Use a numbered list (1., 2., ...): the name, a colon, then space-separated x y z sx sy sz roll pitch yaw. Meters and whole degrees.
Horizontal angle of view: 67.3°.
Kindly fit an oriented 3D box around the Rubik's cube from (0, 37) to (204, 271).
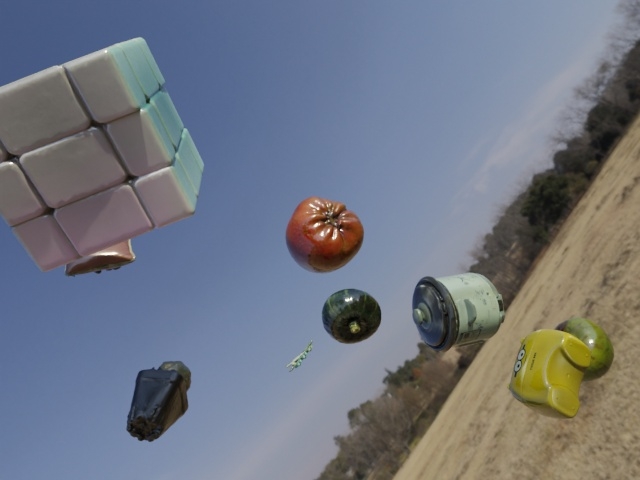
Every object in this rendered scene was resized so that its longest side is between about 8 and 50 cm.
1. Rubik's cube: -0.443 -0.183 0.946 0.319 0.322 0.316 -21 -62 1

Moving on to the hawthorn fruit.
1. hawthorn fruit: 0.000 0.000 1.718 0.277 0.277 0.298 -38 -19 -40

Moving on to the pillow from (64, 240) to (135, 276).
1. pillow: -0.587 0.023 1.285 0.171 0.179 0.075 -10 -48 -19

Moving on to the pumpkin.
1. pumpkin: 0.083 0.210 1.329 0.167 0.167 0.125 103 180 -47

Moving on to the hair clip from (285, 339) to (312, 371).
1. hair clip: -0.086 0.526 2.179 0.173 0.049 0.049 -46 -21 -15

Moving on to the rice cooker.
1. rice cooker: 0.461 0.246 1.681 0.316 0.316 0.264 -4 -93 -66

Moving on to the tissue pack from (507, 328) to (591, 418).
1. tissue pack: 0.494 0.288 1.050 0.178 0.123 0.127 -64 18 -18

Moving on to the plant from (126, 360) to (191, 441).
1. plant: -0.475 0.464 1.423 0.256 0.142 0.164 -69 -19 -65

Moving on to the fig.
1. fig: 0.851 0.365 1.554 0.225 0.203 0.203 35 -91 -28
